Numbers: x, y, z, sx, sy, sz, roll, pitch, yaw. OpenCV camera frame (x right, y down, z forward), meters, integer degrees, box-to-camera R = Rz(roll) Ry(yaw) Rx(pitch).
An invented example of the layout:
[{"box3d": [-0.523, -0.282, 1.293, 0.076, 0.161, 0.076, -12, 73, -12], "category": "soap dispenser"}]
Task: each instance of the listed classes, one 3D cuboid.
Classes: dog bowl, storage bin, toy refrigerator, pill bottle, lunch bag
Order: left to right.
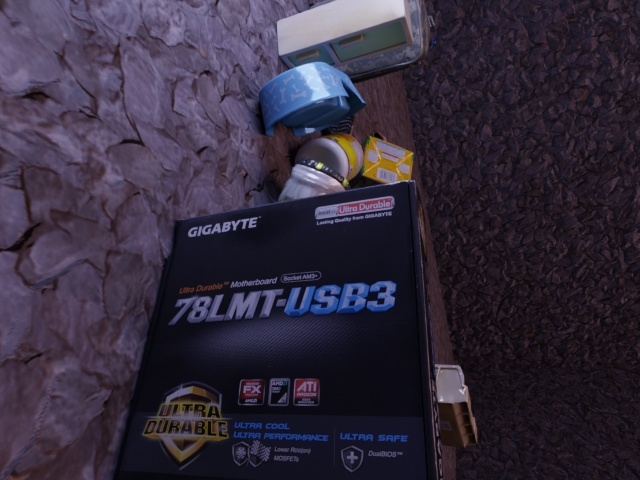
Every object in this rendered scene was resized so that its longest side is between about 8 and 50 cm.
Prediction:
[{"box3d": [-0.015, -0.273, 0.826, 0.073, 0.166, 0.297, 67, 23, -4], "category": "dog bowl"}, {"box3d": [0.029, -0.182, 0.951, 0.215, 0.118, 0.117, -46, 125, -65], "category": "pill bottle"}, {"box3d": [0.052, -0.438, 0.892, 0.102, 0.270, 0.094, 20, 65, -68], "category": "toy refrigerator"}, {"box3d": [0.149, -0.558, 1.143, 0.256, 0.306, 0.212, -54, 133, -60], "category": "lunch bag"}, {"box3d": [0.327, 0.502, 1.280, 0.123, 0.261, 0.262, -68, 145, -46], "category": "storage bin"}]

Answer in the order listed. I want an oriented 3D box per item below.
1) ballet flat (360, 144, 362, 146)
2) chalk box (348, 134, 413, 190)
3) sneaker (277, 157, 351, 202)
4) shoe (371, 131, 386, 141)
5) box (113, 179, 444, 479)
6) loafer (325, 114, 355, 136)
[{"box3d": [0.153, -0.272, 1.366, 0.231, 0.078, 0.077, 4, 79, -69], "category": "ballet flat"}, {"box3d": [0.137, -0.152, 1.123, 0.213, 0.133, 0.131, 132, -26, -62], "category": "chalk box"}, {"box3d": [0.000, 0.000, 0.839, 0.147, 0.145, 0.384, -55, 147, -15], "category": "sneaker"}, {"box3d": [0.239, -0.337, 1.643, 0.081, 0.064, 0.177, 8, 70, -67], "category": "shoe"}, {"box3d": [-0.037, 0.096, 0.425, 0.073, 0.296, 0.292, 51, 37, -57], "category": "box"}, {"box3d": [0.046, -0.274, 1.112, 0.078, 0.080, 0.219, -170, -98, -88], "category": "loafer"}]
